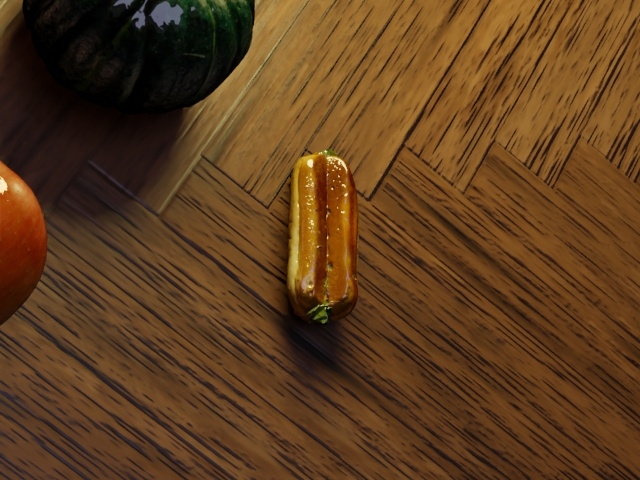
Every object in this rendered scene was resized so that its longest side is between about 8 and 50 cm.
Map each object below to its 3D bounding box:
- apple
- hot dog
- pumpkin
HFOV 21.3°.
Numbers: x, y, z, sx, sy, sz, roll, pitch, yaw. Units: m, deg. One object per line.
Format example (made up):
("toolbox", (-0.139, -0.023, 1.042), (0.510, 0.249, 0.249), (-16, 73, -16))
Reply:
("apple", (-0.325, 0.010, 1.386), (0.199, 0.199, 0.199), (11, 66, -26))
("hot dog", (0.000, 0.000, 1.642), (0.072, 0.055, 0.188), (11, 66, -22))
("pumpkin", (-0.167, -0.221, 1.572), (0.221, 0.162, 0.220), (19, 52, -27))
